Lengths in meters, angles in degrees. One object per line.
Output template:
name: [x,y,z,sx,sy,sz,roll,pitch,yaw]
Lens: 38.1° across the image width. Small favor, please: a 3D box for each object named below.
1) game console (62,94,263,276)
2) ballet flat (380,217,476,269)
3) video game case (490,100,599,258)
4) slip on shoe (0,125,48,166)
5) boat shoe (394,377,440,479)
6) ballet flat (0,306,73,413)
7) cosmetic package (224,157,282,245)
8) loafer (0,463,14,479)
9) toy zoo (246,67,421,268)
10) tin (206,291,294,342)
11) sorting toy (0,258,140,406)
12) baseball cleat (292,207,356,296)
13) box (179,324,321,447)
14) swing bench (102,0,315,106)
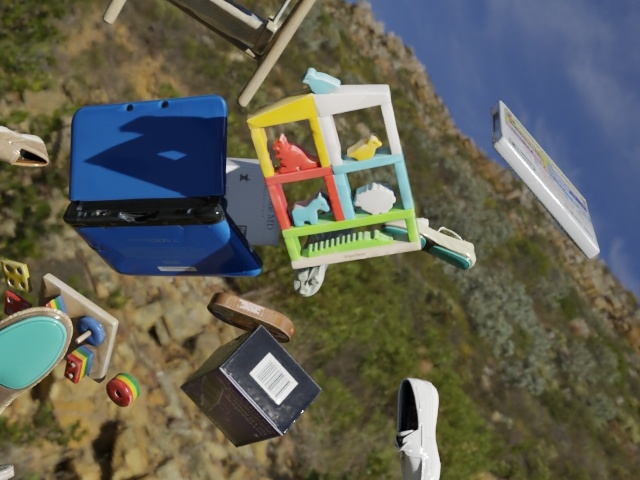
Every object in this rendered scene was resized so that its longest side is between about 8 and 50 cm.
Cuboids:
game console: [-0.243,-0.076,1.471,0.250,0.293,0.173,58,41,-48]
ballet flat: [0.266,-0.007,2.262,0.086,0.248,0.086,-155,-90,-86]
video game case: [0.316,-0.091,1.321,0.212,0.023,0.193,47,23,-11]
slip on shoe: [-0.452,-0.131,1.339,0.041,0.051,0.135,57,22,20]
boat shoe: [0.137,0.292,1.367,0.066,0.063,0.184,-13,-119,46]
ballet flat: [-0.306,0.120,0.876,0.073,0.206,0.067,42,18,-21]
cosmetic package: [-0.179,-0.077,1.765,0.151,0.183,0.151,-145,-122,-70]
loafer: [-0.563,0.404,1.520,0.045,0.125,0.039,-156,-129,-73]
toy zoo: [0.018,-0.098,1.257,0.030,0.192,0.293,-83,161,-56]
tin: [-0.145,0.160,1.936,0.106,0.189,0.040,89,23,-68]
sorting toy: [-0.376,0.132,1.347,0.274,0.046,0.132,32,-51,13]
baseball cleat: [0.000,0.000,1.673,0.206,0.072,0.109,-59,-164,23]
box: [-0.120,0.248,1.546,0.153,0.108,0.207,47,-32,-5]
swing bench: [-0.141,-0.385,1.379,0.255,0.253,0.165,-50,-165,34]
